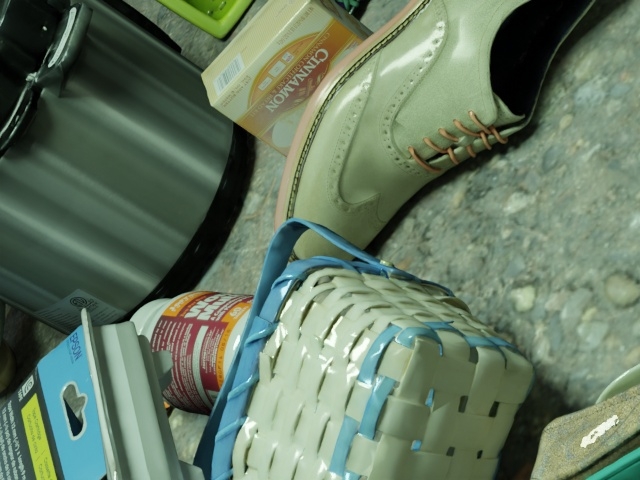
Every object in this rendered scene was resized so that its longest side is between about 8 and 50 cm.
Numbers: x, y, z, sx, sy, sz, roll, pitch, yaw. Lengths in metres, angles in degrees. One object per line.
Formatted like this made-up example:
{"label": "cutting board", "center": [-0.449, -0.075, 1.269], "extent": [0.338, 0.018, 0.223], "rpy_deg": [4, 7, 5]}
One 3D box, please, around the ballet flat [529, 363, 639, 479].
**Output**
{"label": "ballet flat", "center": [0.259, 0.096, 0.857], "extent": [0.316, 0.107, 0.106], "rpy_deg": [-32, 27, 32]}

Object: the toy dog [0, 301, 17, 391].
{"label": "toy dog", "center": [-0.486, 0.055, 1.719], "extent": [0.161, 0.220, 0.333], "rpy_deg": [-7, 42, -5]}

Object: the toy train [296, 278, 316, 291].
{"label": "toy train", "center": [0.000, 0.000, 1.329], "extent": [0.027, 0.036, 0.158], "rpy_deg": [21, 80, 57]}

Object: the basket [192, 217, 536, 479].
{"label": "basket", "center": [0.010, 0.132, 1.039], "extent": [0.289, 0.201, 0.254], "rpy_deg": [25, 98, 50]}

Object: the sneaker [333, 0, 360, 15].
{"label": "sneaker", "center": [0.023, -0.289, 1.510], "extent": [0.098, 0.083, 0.223], "rpy_deg": [-3, 59, 46]}

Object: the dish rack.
{"label": "dish rack", "center": [-0.137, 0.246, 1.116], "extent": [0.285, 0.072, 0.332], "rpy_deg": [-118, 23, -56]}

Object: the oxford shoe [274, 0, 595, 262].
{"label": "oxford shoe", "center": [0.100, -0.119, 1.217], "extent": [0.146, 0.140, 0.397], "rpy_deg": [44, 108, 39]}

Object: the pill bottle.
{"label": "pill bottle", "center": [-0.094, 0.110, 1.281], "extent": [0.221, 0.121, 0.121], "rpy_deg": [2, 64, 53]}

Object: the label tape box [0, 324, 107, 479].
{"label": "label tape box", "center": [-0.303, 0.293, 1.409], "extent": [0.347, 0.115, 0.249], "rpy_deg": [-47, 34, 10]}

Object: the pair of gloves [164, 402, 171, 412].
{"label": "pair of gloves", "center": [-0.165, 0.149, 1.441], "extent": [0.083, 0.010, 0.074], "rpy_deg": [-58, 31, -8]}

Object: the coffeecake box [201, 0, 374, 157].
{"label": "coffeecake box", "center": [0.001, -0.150, 1.318], "extent": [0.142, 0.185, 0.068], "rpy_deg": [-45, 34, 18]}

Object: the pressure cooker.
{"label": "pressure cooker", "center": [-0.336, -0.121, 1.519], "extent": [0.370, 0.420, 0.375], "rpy_deg": [-52, 33, 10]}

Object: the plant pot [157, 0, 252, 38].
{"label": "plant pot", "center": [-0.183, -0.428, 1.774], "extent": [0.228, 0.227, 0.207], "rpy_deg": [-56, 26, 2]}
